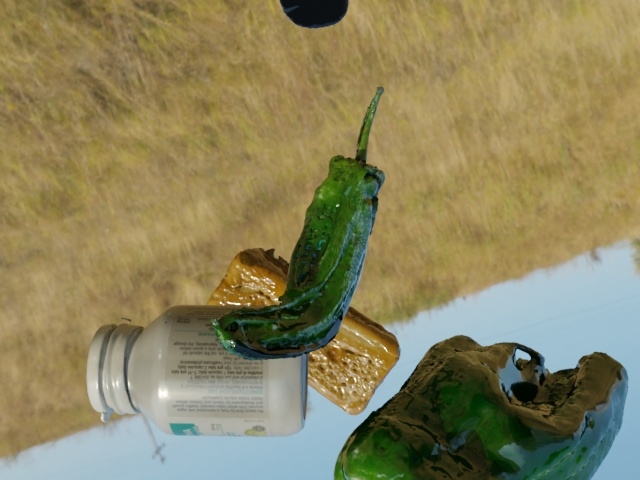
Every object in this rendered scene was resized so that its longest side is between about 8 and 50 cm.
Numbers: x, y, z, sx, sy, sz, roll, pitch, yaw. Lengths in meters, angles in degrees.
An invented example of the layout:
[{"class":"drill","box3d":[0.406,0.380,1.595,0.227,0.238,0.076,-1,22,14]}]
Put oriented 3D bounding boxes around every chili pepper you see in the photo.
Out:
[{"class":"chili pepper","box3d":[0.177,0.198,0.735,0.385,0.213,0.167,-24,166,-38]},{"class":"chili pepper","box3d":[0.000,0.000,0.636,0.065,0.122,0.278,11,-122,25]}]

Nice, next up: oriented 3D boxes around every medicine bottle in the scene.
[{"class":"medicine bottle","box3d":[-0.123,0.134,0.746,0.215,0.135,0.135,0,-179,2]}]

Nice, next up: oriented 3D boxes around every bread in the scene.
[{"class":"bread","box3d":[-0.022,0.119,1.007,0.139,0.271,0.077,-59,174,5]}]

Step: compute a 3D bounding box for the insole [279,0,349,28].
[{"class":"insole","box3d":[-0.037,-0.372,0.809,0.119,0.009,0.348,-6,149,13]}]
